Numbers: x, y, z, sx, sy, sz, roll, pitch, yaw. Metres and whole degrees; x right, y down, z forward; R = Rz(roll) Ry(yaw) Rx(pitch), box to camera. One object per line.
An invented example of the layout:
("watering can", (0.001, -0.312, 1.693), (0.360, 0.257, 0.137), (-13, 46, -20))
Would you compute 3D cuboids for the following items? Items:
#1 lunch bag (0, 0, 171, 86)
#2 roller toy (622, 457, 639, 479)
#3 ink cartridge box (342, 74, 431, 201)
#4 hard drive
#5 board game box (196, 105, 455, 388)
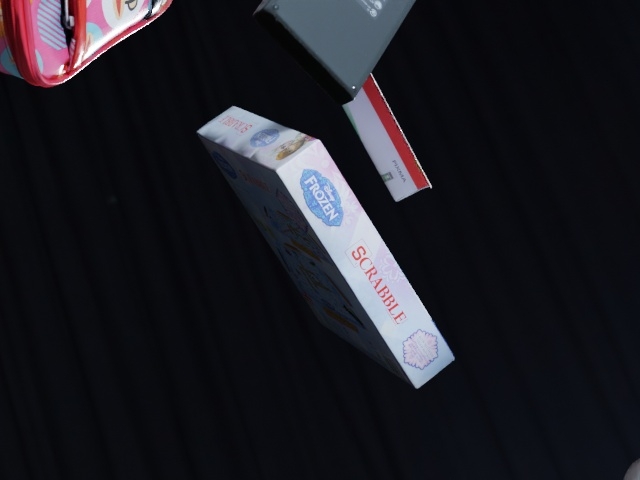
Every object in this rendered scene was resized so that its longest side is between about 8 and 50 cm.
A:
("lunch bag", (-0.200, -0.267, 1.167), (0.258, 0.120, 0.293), (-44, 145, -48))
("roller toy", (0.280, 0.181, 0.938), (0.146, 0.209, 0.191), (-36, 142, 18))
("ink cartridge box", (0.065, -0.132, 1.899), (0.056, 0.181, 0.224), (-28, -177, 6))
("hard drive", (0.017, -0.177, 1.196), (0.094, 0.135, 0.022), (44, 144, -20))
("board game box", (0.000, 0.000, 1.973), (0.066, 0.318, 0.319), (-37, -158, -10))
